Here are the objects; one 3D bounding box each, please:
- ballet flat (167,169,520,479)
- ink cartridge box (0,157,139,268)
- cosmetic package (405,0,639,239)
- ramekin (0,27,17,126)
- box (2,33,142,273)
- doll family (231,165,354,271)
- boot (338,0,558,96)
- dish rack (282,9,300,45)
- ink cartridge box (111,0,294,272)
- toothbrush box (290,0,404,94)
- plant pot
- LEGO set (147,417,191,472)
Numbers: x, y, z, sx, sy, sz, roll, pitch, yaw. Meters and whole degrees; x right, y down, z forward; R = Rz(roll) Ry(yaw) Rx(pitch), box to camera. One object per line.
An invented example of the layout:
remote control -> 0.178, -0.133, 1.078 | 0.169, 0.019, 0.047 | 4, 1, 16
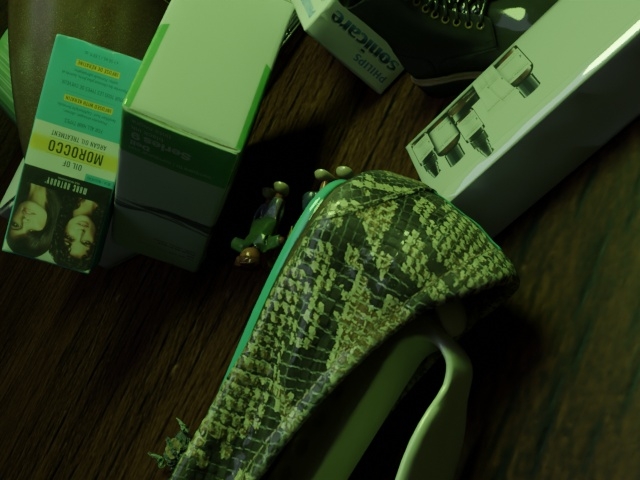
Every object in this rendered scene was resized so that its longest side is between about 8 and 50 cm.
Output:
ballet flat -> -0.033, 0.184, 0.466 | 0.182, 0.164, 0.483 | 35, 93, 32
ink cartridge box -> -0.327, -0.131, 1.101 | 0.197, 0.198, 0.270 | -20, 48, 45
cosmetic package -> 0.174, -0.111, 0.512 | 0.239, 0.060, 0.099 | -44, 34, 21
ramekin -> -0.455, -0.303, 1.318 | 0.148, 0.303, 0.303 | 41, 99, 15
box -> -0.270, -0.094, 0.790 | 0.060, 0.100, 0.245 | -119, 46, -77
doll family -> 0.000, 0.000, 0.646 | 0.193, 0.076, 0.111 | -14, 46, 45
boot -> 0.118, -0.193, 0.590 | 0.197, 0.137, 0.077 | -14, 52, 48
dish rack -> -0.125, -0.318, 1.088 | 0.208, 0.074, 0.271 | -54, 31, -5
ink cartridge box -> -0.144, -0.122, 0.805 | 0.289, 0.121, 0.211 | 124, 163, -58
toothbrush box -> 0.098, -0.333, 0.759 | 0.283, 0.122, 0.206 | -44, 34, 19
plant pot -> -0.296, -0.182, 0.892 | 0.215, 0.215, 0.231 | -5, 77, 53
LEGO set -> -0.134, 0.206, 0.703 | 0.083, 0.023, 0.054 | -6, 59, 37
